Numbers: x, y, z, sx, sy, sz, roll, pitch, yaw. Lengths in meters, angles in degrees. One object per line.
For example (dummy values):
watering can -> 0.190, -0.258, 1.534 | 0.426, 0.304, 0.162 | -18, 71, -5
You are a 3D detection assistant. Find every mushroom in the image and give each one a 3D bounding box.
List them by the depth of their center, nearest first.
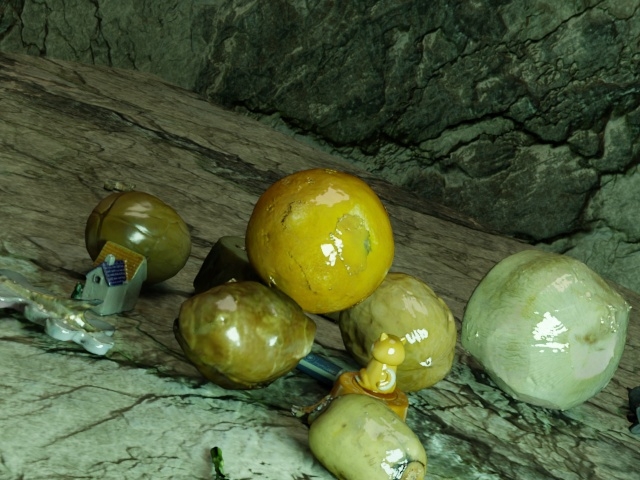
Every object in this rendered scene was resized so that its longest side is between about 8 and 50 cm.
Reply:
mushroom -> -0.467, -0.128, 2.477 | 0.049, 0.019, 0.101 | 26, 16, 23

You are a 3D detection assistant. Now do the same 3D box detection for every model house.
model house -> -0.349, 0.059, 1.748 | 0.088, 0.100, 0.101 | 25, 16, 22

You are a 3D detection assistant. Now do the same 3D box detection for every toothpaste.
toothpaste -> -0.024, 0.202, 1.775 | 0.197, 0.035, 0.057 | 23, 8, 28

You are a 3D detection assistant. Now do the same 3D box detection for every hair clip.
hair clip -> -0.414, 0.097, 1.593 | 0.257, 0.075, 0.146 | 18, 10, 21

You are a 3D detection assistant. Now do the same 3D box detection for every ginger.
ginger -> -0.097, 0.150, 1.620 | 0.172, 0.165, 0.321 | 17, -4, 17

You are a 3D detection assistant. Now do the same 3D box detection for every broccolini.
broccolini -> -0.130, 0.292, 1.321 | 0.035, 0.030, 0.140 | -20, 17, -7

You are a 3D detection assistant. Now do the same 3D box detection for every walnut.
walnut -> 0.136, 0.157, 1.836 | 0.195, 0.195, 0.221 | 10, 22, -33
walnut -> -0.319, -0.002, 1.882 | 0.167, 0.167, 0.207 | 31, -3, 39

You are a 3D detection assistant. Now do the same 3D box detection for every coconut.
coconut -> 0.431, 0.172, 1.996 | 0.297, 0.297, 0.254 | 11, 14, -31

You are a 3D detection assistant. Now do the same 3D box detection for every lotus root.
lotus root -> 0.051, 0.270, 1.455 | 0.221, 0.118, 0.125 | 34, 3, 38
lotus root -> -0.142, 0.076, 1.923 | 0.138, 0.119, 0.235 | 18, 14, -30

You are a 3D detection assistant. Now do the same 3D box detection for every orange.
orange -> 0.000, 0.000, 1.751 | 0.246, 0.246, 0.246 | 18, 14, -5

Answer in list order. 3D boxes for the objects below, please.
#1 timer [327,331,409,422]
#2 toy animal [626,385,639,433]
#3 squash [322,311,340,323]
timer -> 0.089, 0.212, 1.640 | 0.132, 0.152, 0.132 | 18, 14, -5
toy animal -> 0.654, 0.310, 2.110 | 0.121, 0.117, 0.210 | 12, 16, -2
squash -> -0.044, 0.081, 2.090 | 0.169, 0.093, 0.252 | 10, 16, -41
